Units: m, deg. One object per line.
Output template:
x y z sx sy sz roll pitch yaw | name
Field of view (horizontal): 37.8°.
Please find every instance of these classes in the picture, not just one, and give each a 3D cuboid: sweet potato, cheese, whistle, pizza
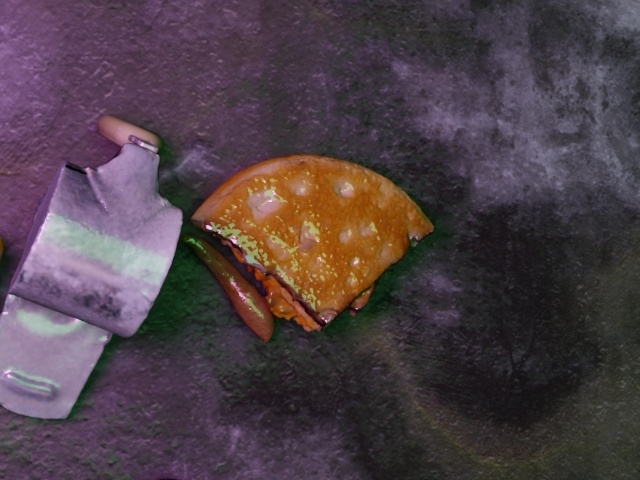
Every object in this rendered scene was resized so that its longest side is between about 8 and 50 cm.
-0.136 0.065 1.425 0.050 0.050 0.214 -42 104 -19 | sweet potato
-0.257 -0.141 1.308 0.097 0.192 0.037 21 95 -24 | cheese
-0.328 0.058 1.254 0.168 0.404 0.188 24 37 -19 | whistle
0.000 0.000 1.448 0.409 0.114 0.277 -5 86 -26 | pizza

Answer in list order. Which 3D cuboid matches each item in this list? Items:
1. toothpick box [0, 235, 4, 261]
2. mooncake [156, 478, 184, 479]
-0.524 0.102 1.199 0.175 0.175 0.271 14 86 -22 | toothpick box
-0.216 0.489 1.328 0.283 0.141 0.283 0 89 -20 | mooncake
